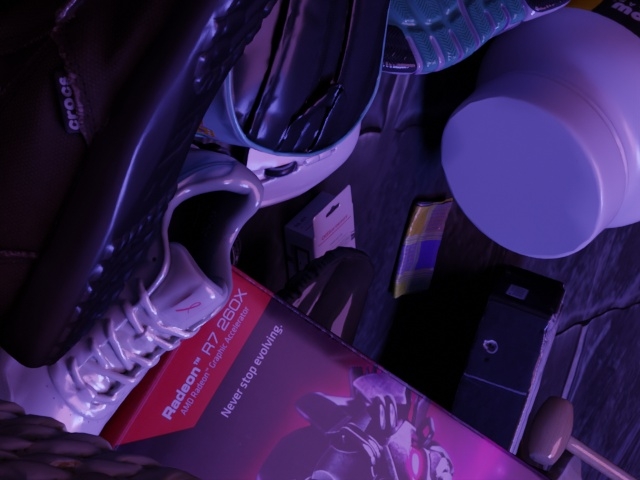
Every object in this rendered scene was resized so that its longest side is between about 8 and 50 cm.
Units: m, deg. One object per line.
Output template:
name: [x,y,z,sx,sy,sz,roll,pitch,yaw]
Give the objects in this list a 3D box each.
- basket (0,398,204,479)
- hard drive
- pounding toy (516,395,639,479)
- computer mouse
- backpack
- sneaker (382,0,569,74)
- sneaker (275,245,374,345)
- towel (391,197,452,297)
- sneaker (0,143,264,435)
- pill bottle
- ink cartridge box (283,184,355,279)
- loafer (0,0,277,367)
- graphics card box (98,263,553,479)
basket: [-0.196,0.225,0.804,0.331,0.328,0.267,7,99,-60]
hard drive: [0.126,0.198,1.529,0.237,0.064,0.339,-24,133,-79]
pounding toy: [0.216,0.281,1.723,0.154,0.154,0.269,-57,150,-28]
computer mouse: [-0.022,-0.057,1.194,0.193,0.042,0.106,-41,141,-40]
backpack: [-0.036,-0.142,1.000,0.166,0.144,0.188,-12,105,-56]
sneaker: [0.076,-0.153,1.268,0.223,0.098,0.083,-17,84,-32]
sneaker: [-0.018,0.143,1.228,0.109,0.130,0.286,-100,-146,-84]
towel: [0.081,0.005,1.450,0.060,0.009,0.083,-5,113,-60]
sneaker: [-0.111,0.038,1.017,0.090,0.115,0.232,39,70,-38]
pill bottle: [0.243,-0.129,1.448,0.334,0.188,0.188,-41,142,-40]
ink cartridge box: [0.000,0.000,1.286,0.048,0.028,0.083,-44,144,-37]
loafer: [-0.103,-0.110,0.859,0.366,0.130,0.134,-61,177,17]
graphics card box: [0.007,0.197,1.141,0.371,0.094,0.233,36,81,-23]
